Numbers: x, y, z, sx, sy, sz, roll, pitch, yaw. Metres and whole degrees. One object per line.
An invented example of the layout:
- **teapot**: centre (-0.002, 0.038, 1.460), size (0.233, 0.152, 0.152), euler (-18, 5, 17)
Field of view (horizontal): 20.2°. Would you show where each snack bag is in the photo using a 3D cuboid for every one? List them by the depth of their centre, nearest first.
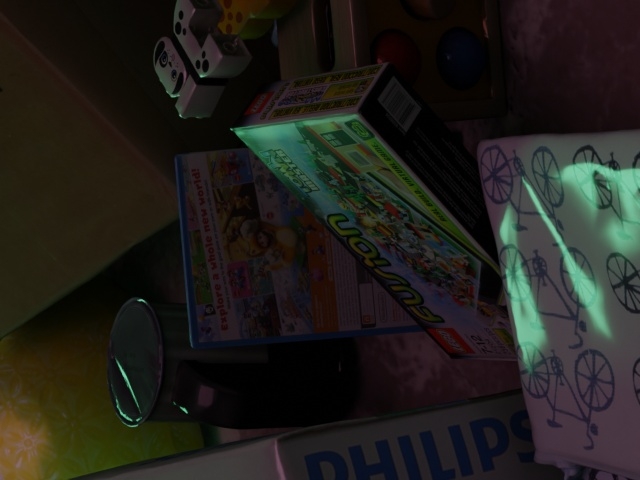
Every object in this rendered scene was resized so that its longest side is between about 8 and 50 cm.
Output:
- **snack bag**: centre (0.179, 0.113, 0.803), size (0.323, 0.037, 0.342), euler (-173, 68, -70)

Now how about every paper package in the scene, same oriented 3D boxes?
- **paper package**: centre (-0.233, -0.123, 1.202), size (0.325, 0.168, 0.309), euler (46, 135, -14)

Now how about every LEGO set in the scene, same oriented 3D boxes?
- **LEGO set**: centre (-0.084, -0.143, 1.032), size (0.227, 0.087, 0.093), euler (59, 136, 34)

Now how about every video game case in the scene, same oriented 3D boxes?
- **video game case**: centre (0.000, 0.000, 1.082), size (0.015, 0.166, 0.119), euler (-78, -16, -86)

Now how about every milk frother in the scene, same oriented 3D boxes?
- **milk frother**: centre (-0.049, 0.051, 1.150), size (0.129, 0.135, 0.143), euler (0, 87, 59)

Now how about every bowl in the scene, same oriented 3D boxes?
- **bowl**: centre (-0.230, 0.172, 1.373), size (0.289, 0.156, 0.289), euler (19, 116, 46)

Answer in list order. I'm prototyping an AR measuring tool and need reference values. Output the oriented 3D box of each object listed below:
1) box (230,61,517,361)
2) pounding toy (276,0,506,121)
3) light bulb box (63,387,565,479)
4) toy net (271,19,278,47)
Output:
- **box**: centre (0.057, -0.010, 0.983), size (0.207, 0.036, 0.114), euler (46, 153, -26)
- **pounding toy**: centre (0.039, -0.135, 1.013), size (0.100, 0.130, 0.141), euler (0, 96, 52)
- **light bulb box**: centre (0.005, 0.292, 1.054), size (0.358, 0.225, 0.361), euler (-20, 79, 53)
- **toy net**: centre (-0.015, -0.120, 1.106), size (0.122, 0.045, 0.232), euler (-5, 90, 9)
